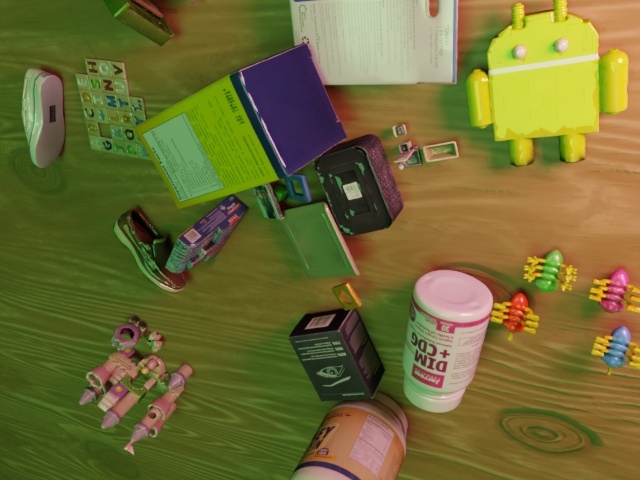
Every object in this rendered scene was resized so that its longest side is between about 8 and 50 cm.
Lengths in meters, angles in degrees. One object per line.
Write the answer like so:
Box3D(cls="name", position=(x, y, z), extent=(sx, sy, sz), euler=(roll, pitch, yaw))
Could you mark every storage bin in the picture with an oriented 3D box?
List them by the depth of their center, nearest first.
Box3D(cls="storage bin", position=(0.080, -0.111, 1.111), extent=(0.122, 0.084, 0.180), euler=(-12, 111, 32))

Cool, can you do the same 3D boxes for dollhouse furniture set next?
Box3D(cls="dollhouse furniture set", position=(0.192, -0.175, 1.019), extent=(0.115, 0.081, 0.090), euler=(-5, 114, 29))
Box3D(cls="dollhouse furniture set", position=(-0.365, -0.588, 1.081), extent=(0.198, 0.151, 0.301), euler=(-36, 80, 16))

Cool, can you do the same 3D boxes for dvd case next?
Box3D(cls="dvd case", position=(-0.129, -0.105, 1.239), extent=(0.087, 0.013, 0.119), euler=(11, 126, 58))

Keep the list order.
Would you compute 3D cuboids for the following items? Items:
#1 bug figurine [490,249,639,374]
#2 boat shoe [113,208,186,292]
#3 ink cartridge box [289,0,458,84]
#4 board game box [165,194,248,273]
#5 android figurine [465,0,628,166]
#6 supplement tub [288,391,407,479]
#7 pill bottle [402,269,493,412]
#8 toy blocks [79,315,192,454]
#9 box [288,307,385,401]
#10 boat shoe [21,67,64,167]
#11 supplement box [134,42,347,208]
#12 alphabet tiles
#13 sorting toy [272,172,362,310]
Box3D(cls="bug figurine", position=(0.489, 0.135, 1.050), extent=(0.279, 0.072, 0.216), euler=(19, 118, 22))
Box3D(cls="boat shoe", position=(-0.447, 0.026, 1.453), extent=(0.257, 0.095, 0.095), euler=(48, 121, -4))
Box3D(cls="ink cartridge box", position=(0.090, -0.426, 0.941), extent=(0.308, 0.072, 0.303), euler=(6, 118, 22))
Box3D(cls="board game box", position=(-0.283, 0.005, 1.322), extent=(0.060, 0.194, 0.194), euler=(41, 141, 2))
Box3D(cls="android figurine", position=(0.370, -0.258, 0.900), extent=(0.249, 0.056, 0.272), euler=(1, 119, 27))
Box3D(cls="supplement tub", position=(0.079, 0.543, 1.335), extent=(0.229, 0.316, 0.228), euler=(12, 121, 21))
Box3D(cls="pill bottle", position=(0.260, 0.220, 1.158), extent=(0.161, 0.160, 0.282), euler=(15, 123, 19))
Box3D(cls="toy blocks", position=(-0.594, 0.467, 1.670), extent=(0.289, 0.260, 0.308), euler=(36, 127, 5))
Box3D(cls="box", position=(0.043, 0.283, 1.337), extent=(0.153, 0.108, 0.207), euler=(-13, 111, 32))
Box3D(cls="boat shoe", position=(-0.727, -0.318, 1.409), extent=(0.084, 0.095, 0.258), euler=(27, 115, 16))
Box3D(cls="supplement box", position=(-0.164, -0.213, 1.068), extent=(0.357, 0.195, 0.194), euler=(-9, 113, 43))
Box3D(cls="alphabet tiles", position=(-0.512, -0.324, 1.339), extent=(0.199, 0.009, 0.237), euler=(13, 122, 21))
Box3D(cls="sorting toy", position=(0.000, 0.000, 1.223), extent=(0.196, 0.047, 0.347), euler=(-6, 114, 52))
